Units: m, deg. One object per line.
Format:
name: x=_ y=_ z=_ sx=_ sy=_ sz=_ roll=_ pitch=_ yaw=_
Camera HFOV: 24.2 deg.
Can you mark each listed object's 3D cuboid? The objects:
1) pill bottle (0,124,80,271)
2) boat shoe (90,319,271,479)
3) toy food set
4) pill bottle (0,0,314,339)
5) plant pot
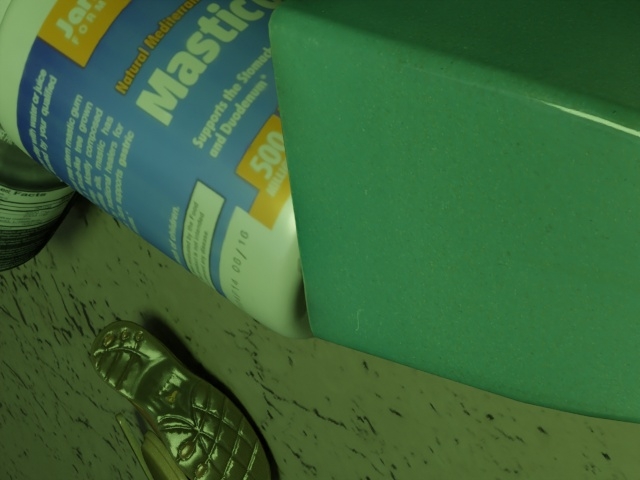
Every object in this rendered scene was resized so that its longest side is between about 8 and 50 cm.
pill bottle: x=-0.223 y=-0.076 z=1.084 sx=0.130 sy=0.130 sz=0.246 roll=56 pitch=147 yaw=6
boat shoe: x=-0.103 y=0.132 z=1.162 sx=0.178 sy=0.064 sz=0.060 roll=45 pitch=179 yaw=8
toy food set: x=-0.102 y=0.207 z=1.225 sx=0.192 sy=0.038 sz=0.132 roll=31 pitch=148 yaw=59
pill bottle: x=-0.074 y=-0.080 z=0.786 sx=0.272 sy=0.152 sz=0.152 roll=34 pitch=141 yaw=20
plant pot: x=0.127 y=-0.026 z=0.617 sx=0.234 sy=0.165 sz=0.165 roll=22 pitch=132 yaw=37
